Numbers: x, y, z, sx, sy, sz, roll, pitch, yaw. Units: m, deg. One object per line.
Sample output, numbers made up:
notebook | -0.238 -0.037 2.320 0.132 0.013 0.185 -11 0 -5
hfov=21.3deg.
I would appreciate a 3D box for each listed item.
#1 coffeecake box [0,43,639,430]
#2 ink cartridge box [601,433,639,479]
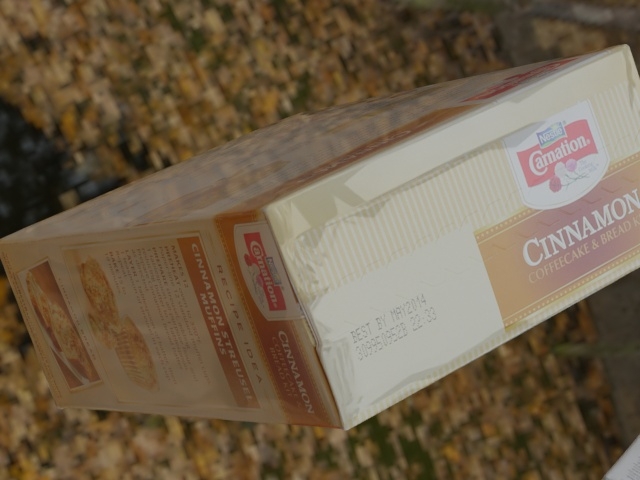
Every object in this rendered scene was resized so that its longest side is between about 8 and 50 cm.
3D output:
coffeecake box | 0.000 0.000 0.558 0.142 0.185 0.068 -25 100 -31
ink cartridge box | 0.128 0.074 0.520 0.063 0.029 0.115 32 31 17
